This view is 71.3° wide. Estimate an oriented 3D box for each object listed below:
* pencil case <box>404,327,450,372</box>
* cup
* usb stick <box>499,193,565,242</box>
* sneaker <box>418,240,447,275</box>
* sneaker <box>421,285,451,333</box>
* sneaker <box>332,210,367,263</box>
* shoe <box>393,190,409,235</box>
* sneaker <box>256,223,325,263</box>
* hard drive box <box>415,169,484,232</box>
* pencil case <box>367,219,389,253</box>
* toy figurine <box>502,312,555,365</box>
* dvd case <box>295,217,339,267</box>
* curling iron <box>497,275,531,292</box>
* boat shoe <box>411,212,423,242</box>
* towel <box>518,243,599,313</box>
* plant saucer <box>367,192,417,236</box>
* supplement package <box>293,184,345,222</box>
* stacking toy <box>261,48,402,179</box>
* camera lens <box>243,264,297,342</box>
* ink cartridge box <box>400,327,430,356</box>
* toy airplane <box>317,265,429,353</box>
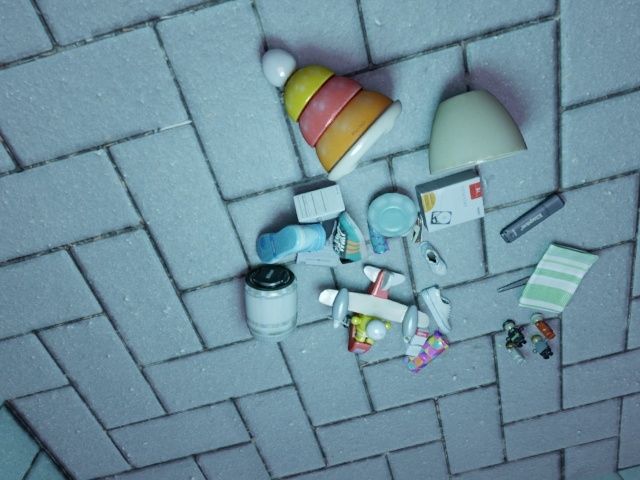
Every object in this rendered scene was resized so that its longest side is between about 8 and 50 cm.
[{"bbox_3d":[0.506,0.527,2.122,0.104,0.104,0.236,39,106,-21],"label":"pencil case"},{"bbox_3d":[0.525,-0.385,1.564,0.332,0.331,0.236,-13,92,2],"label":"cup"},{"bbox_3d":[0.884,-0.091,1.864,0.278,0.045,0.077,-38,115,14],"label":"usb stick"},{"bbox_3d":[0.487,0.093,1.905,0.071,0.082,0.190,-37,115,12],"label":"sneaker"},{"bbox_3d":[0.549,0.315,2.016,0.091,0.094,0.258,-27,115,14],"label":"sneaker"},{"bbox_3d":[0.104,0.005,1.758,0.121,0.108,0.302,-27,143,-2],"label":"sneaker"},{"bbox_3d":[0.322,-0.110,1.788,0.064,0.081,0.177,-10,120,5],"label":"shoe"},{"bbox_3d":[-0.103,0.014,1.770,0.208,0.319,0.126,-5,84,-39],"label":"sneaker"},{"bbox_3d":[0.515,-0.157,1.776,0.233,0.089,0.180,-18,117,4],"label":"hard drive box"},{"bbox_3d":[0.239,-0.021,1.836,0.070,0.064,0.151,-7,119,14],"label":"pencil case"},{"bbox_3d":[0.978,0.464,2.107,0.213,0.148,0.209,-17,123,2],"label":"toy figurine"},{"bbox_3d":[0.000,0.000,1.847,0.180,0.029,0.238,6,117,-8],"label":"dvd case"},{"bbox_3d":[0.939,0.193,2.019,0.274,0.035,0.068,-17,117,4],"label":"curling iron"},{"bbox_3d":[0.399,-0.049,1.846,0.043,0.049,0.136,-5,122,0],"label":"boat shoe"},{"bbox_3d":[1.048,0.178,1.982,0.248,0.038,0.324,11,118,-13],"label":"towel"},{"bbox_3d":[0.280,-0.089,1.733,0.195,0.037,0.194,3,121,5],"label":"plant saucer"},{"bbox_3d":[-0.002,-0.133,1.716,0.180,0.105,0.105,-15,82,3],"label":"supplement package"},{"bbox_3d":[0.003,-0.471,1.500,0.480,0.350,0.350,43,107,-4],"label":"stacking toy"},{"bbox_3d":[-0.205,0.255,1.853,0.220,0.219,0.274,-1,117,-4],"label":"camera lens"},{"bbox_3d":[0.435,0.443,2.063,0.063,0.109,0.150,15,115,-13],"label":"ink cartridge box"},{"bbox_3d":[0.232,0.301,1.883,0.387,0.272,0.384,-24,116,8],"label":"toy airplane"}]
